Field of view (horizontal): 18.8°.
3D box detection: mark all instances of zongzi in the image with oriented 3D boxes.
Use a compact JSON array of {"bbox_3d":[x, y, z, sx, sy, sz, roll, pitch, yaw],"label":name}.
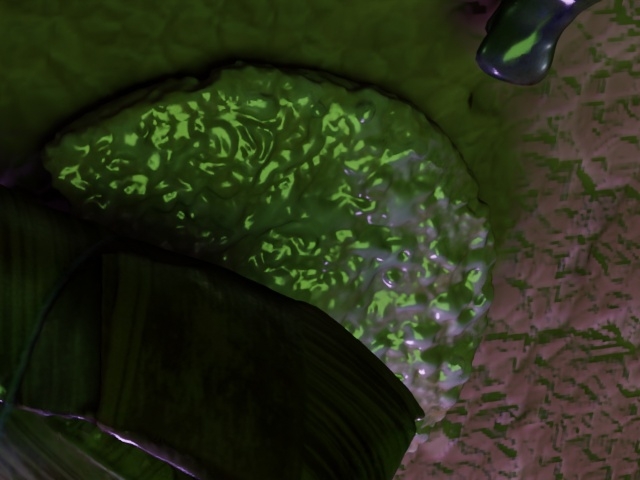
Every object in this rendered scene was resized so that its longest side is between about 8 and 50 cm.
[{"bbox_3d":[-0.134,0.076,0.782,0.300,0.138,0.286,29,143,1],"label":"zongzi"}]

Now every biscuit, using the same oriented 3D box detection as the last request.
[{"bbox_3d":[0.004,0.000,0.823,0.133,0.032,0.250,-40,128,5],"label":"biscuit"}]

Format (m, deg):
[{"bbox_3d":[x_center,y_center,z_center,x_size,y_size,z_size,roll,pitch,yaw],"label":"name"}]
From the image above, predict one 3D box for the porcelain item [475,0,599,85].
[{"bbox_3d":[0.125,-0.154,0.745,0.081,0.069,0.216,7,119,-41],"label":"porcelain item"}]
